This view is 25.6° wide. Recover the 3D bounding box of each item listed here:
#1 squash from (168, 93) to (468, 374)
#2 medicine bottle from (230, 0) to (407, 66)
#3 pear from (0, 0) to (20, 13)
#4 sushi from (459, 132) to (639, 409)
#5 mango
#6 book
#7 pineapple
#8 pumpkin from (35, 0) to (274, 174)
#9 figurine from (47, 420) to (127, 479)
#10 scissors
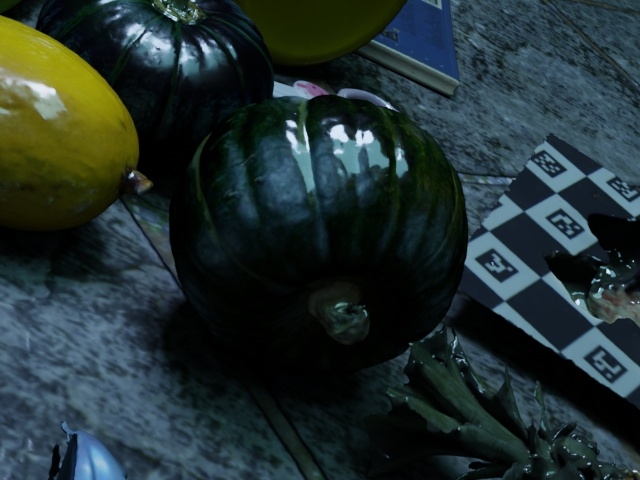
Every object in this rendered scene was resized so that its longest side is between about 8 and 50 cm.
[{"bbox_3d":[-0.001,-0.003,0.977,0.218,0.218,0.172,22,62,-16],"label":"squash"},{"bbox_3d":[-0.072,-0.373,1.481,0.224,0.224,0.384,6,38,-38],"label":"medicine bottle"},{"bbox_3d":[-0.330,-0.370,1.226,0.342,0.238,0.318,40,38,17],"label":"pear"},{"bbox_3d":[0.287,0.074,1.292,0.339,0.069,0.320,33,37,5],"label":"sushi"},{"bbox_3d":[-0.256,-0.103,1.000,0.317,0.119,0.176,29,31,16],"label":"mango"},{"bbox_3d":[0.072,-0.273,1.670,0.191,0.025,0.269,23,29,-12],"label":"book"},{"bbox_3d":[0.162,0.171,0.962,0.277,0.119,0.130,33,72,6],"label":"pineapple"},{"bbox_3d":[-0.133,-0.144,1.142,0.202,0.140,0.202,19,36,-15],"label":"pumpkin"},{"bbox_3d":[0.047,0.243,0.636,0.388,0.248,0.277,12,35,-13],"label":"figurine"},{"bbox_3d":[-0.007,-0.128,1.352,0.242,0.030,0.118,14,32,-33],"label":"scissors"}]
